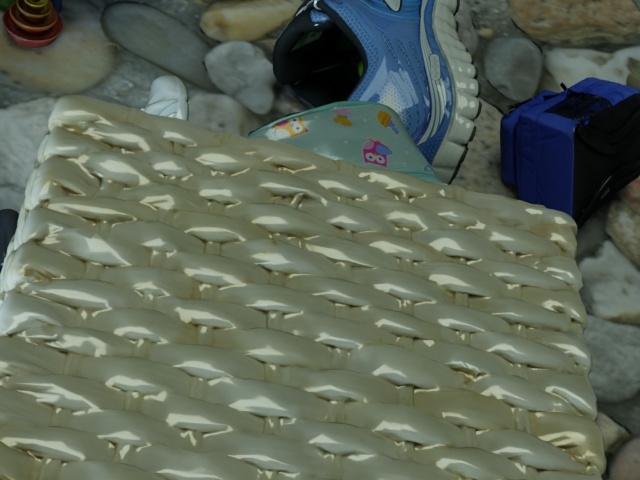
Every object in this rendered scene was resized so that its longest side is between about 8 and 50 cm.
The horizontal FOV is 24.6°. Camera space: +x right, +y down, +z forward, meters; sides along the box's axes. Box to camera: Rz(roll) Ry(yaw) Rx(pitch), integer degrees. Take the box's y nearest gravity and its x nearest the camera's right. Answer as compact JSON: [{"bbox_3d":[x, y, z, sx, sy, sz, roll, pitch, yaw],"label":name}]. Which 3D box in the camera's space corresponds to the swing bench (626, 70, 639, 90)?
[{"bbox_3d":[0.462,-0.130,1.297,0.253,0.165,0.254,-12,53,-29],"label":"swing bench"}]

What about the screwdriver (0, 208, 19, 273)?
[{"bbox_3d":[-0.215,0.049,1.000,0.025,0.024,0.170,-12,54,9],"label":"screwdriver"}]

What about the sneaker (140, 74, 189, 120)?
[{"bbox_3d":[-0.133,-0.074,1.117,0.061,0.053,0.152,7,47,-9],"label":"sneaker"}]

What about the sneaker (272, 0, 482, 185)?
[{"bbox_3d":[0.036,-0.191,1.233,0.147,0.129,0.330,7,46,-16],"label":"sneaker"}]

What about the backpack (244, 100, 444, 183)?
[{"bbox_3d":[0.000,0.000,0.996,0.166,0.188,0.144,-11,52,-28],"label":"backpack"}]

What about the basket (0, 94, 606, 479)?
[{"bbox_3d":[-0.044,0.134,0.788,0.331,0.266,0.328,13,42,-9],"label":"basket"}]

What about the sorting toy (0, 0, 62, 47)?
[{"bbox_3d":[-0.241,-0.205,1.210,0.061,0.042,0.102,-15,54,-30],"label":"sorting toy"}]

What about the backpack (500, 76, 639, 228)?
[{"bbox_3d":[0.214,-0.086,1.217,0.120,0.098,0.101,-28,42,-35],"label":"backpack"}]
